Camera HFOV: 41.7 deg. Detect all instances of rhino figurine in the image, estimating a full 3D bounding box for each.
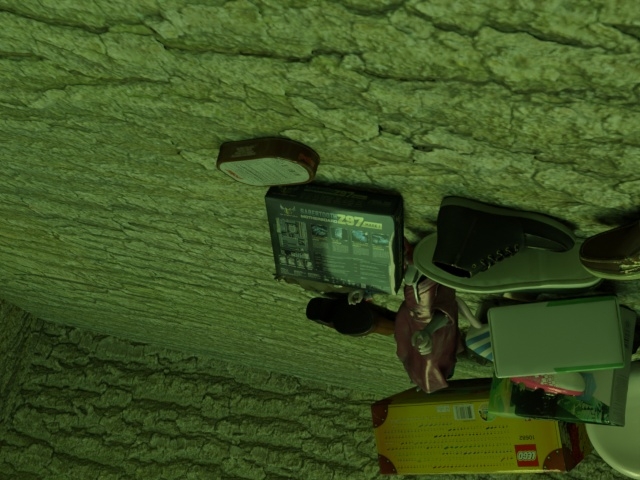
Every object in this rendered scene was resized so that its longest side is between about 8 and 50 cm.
[{"bbox_3d":[-0.012,0.079,1.873,0.243,0.073,0.106,3,164,36],"label":"rhino figurine"}]

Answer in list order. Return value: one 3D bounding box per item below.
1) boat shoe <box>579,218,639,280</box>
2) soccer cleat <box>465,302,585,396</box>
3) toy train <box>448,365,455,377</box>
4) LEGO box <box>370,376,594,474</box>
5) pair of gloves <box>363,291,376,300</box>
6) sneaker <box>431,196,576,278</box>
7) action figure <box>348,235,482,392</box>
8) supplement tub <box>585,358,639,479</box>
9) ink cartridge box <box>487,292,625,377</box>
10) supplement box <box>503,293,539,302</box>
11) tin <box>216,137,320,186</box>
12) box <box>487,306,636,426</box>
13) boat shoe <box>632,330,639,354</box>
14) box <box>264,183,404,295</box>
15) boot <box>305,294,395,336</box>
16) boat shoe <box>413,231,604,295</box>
[{"bbox_3d":[0.475,-0.010,1.189,0.257,0.095,0.095,-13,135,45],"label":"boat shoe"},{"bbox_3d":[0.416,0.215,1.732,0.116,0.143,0.331,9,-174,-30],"label":"soccer cleat"},{"bbox_3d":[0.334,0.341,2.364,0.080,0.105,0.184,15,163,0],"label":"toy train"},{"bbox_3d":[0.441,0.475,2.205,0.500,0.193,0.372,-11,175,32],"label":"LEGO box"},{"bbox_3d":[0.044,0.106,1.997,0.198,0.023,0.159,11,163,9],"label":"pair of gloves"},{"bbox_3d":[0.289,0.015,1.340,0.222,0.118,0.083,13,163,6],"label":"sneaker"},{"bbox_3d":[0.223,0.122,1.627,0.248,0.276,0.370,46,154,39],"label":"action figure"},{"bbox_3d":[0.725,0.358,1.765,0.235,0.235,0.325,-1,179,41],"label":"supplement tub"},{"bbox_3d":[0.427,0.163,1.492,0.211,0.121,0.289,-9,174,19],"label":"ink cartridge box"},{"bbox_3d":[0.392,0.087,1.626,0.062,0.036,0.098,11,164,7],"label":"supplement box"},{"bbox_3d":[-0.088,-0.124,1.353,0.190,0.040,0.106,-1,153,42],"label":"tin"},{"bbox_3d":[0.497,0.260,1.758,0.058,0.232,0.322,22,161,-29],"label":"box"},{"bbox_3d":[0.595,0.265,1.867,0.132,0.130,0.355,16,163,-5],"label":"boat shoe"},{"bbox_3d":[0.027,-0.005,1.462,0.233,0.059,0.183,8,133,17],"label":"box"},{"bbox_3d":[0.141,0.219,2.115,0.280,0.096,0.264,20,165,-32],"label":"boot"},{"bbox_3d":[0.320,0.048,1.432,0.320,0.116,0.099,2,160,18],"label":"boat shoe"}]
